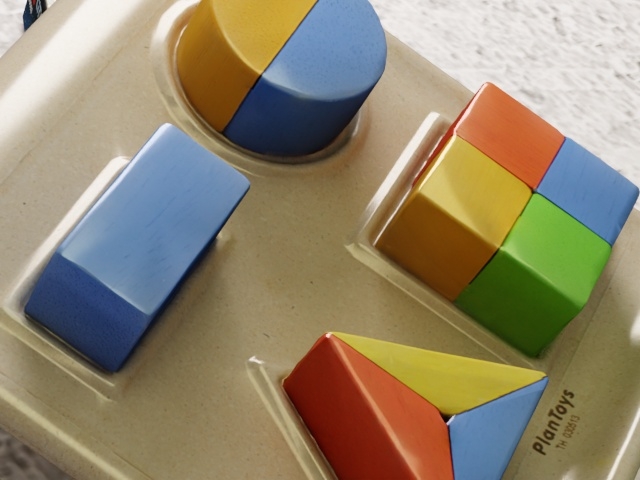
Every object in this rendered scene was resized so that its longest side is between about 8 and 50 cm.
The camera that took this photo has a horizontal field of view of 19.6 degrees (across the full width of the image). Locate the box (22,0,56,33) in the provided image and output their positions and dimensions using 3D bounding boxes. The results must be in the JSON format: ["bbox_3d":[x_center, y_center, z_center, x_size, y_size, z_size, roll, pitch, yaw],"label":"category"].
[{"bbox_3d":[-0.063,-0.054,0.956,0.159,0.044,0.233,6,40,-21],"label":"box"}]

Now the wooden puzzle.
[{"bbox_3d":[0.000,0.000,0.826,0.348,0.080,0.322,32,48,2],"label":"wooden puzzle"}]
